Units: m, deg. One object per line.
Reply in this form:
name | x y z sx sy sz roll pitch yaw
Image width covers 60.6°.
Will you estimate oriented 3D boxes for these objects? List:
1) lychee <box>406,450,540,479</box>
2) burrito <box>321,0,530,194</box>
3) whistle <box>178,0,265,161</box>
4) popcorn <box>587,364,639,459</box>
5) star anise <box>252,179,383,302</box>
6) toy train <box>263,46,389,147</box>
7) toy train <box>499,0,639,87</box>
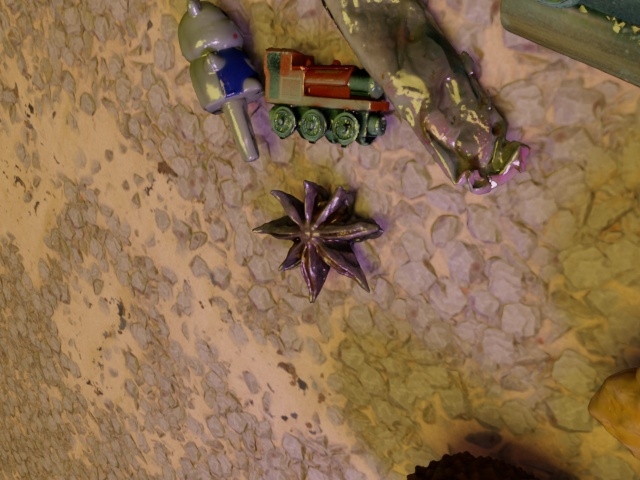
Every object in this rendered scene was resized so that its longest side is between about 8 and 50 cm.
lychee | 0.190 0.387 0.640 0.268 0.268 0.267 13 114 32
burrito | 0.112 -0.185 0.610 0.096 0.066 0.309 -35 81 2
whistle | -0.132 -0.228 0.760 0.092 0.110 0.244 -20 93 4
popcorn | 0.387 0.135 0.440 0.332 0.225 0.264 -15 85 54
star anise | 0.000 0.000 0.767 0.205 0.061 0.180 -23 87 36
toy train | 0.006 -0.181 0.695 0.176 0.074 0.118 13 108 33
toy train | 0.283 -0.194 0.434 0.308 0.190 0.126 36 101 25
